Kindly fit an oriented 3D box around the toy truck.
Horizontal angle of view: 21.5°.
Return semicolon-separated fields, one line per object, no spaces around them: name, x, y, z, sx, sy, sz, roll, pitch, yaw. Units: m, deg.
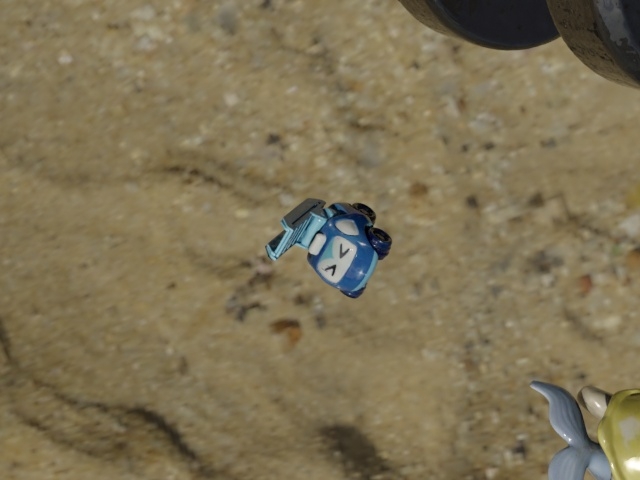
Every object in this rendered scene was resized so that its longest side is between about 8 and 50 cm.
toy truck;0.000;0.000;1.248;0.090;0.056;0.073;13;30;-31

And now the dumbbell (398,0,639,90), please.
dumbbell;0.196;-0.223;1.223;0.204;0.322;0.203;-7;107;-24

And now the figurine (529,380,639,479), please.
figurine;0.243;0.139;1.117;0.209;0.184;0.128;1;63;2
